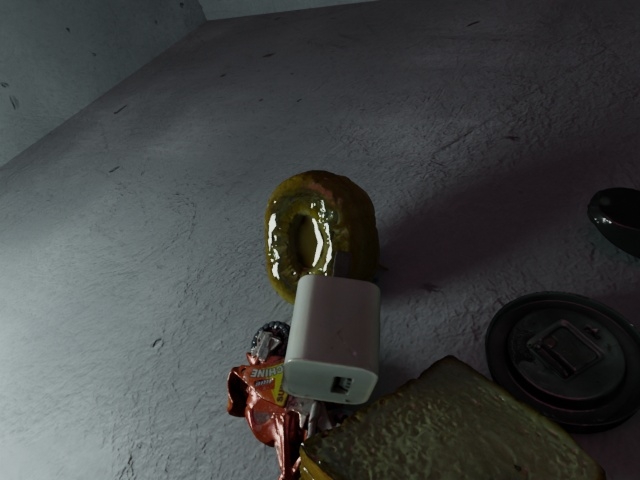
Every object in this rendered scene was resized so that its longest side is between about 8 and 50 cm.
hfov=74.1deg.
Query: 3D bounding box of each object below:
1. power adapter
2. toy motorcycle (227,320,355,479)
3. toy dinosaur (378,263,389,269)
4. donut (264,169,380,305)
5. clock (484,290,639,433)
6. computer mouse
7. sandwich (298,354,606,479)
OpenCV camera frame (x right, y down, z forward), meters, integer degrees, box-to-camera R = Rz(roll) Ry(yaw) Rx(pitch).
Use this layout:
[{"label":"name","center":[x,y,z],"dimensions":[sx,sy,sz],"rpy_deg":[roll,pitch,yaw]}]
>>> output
[{"label":"power adapter","center":[0.021,0.114,0.624],"dimensions":[0.125,0.130,0.205],"rpy_deg":[8,51,1]},{"label":"toy motorcycle","center":[-0.051,0.257,0.663],"dimensions":[0.171,0.089,0.298],"rpy_deg":[-35,45,-13]},{"label":"toy dinosaur","center":[0.053,-0.003,0.871],"dimensions":[0.187,0.106,0.044],"rpy_deg":[26,57,39]},{"label":"donut","center":[0.000,0.000,0.788],"dimensions":[0.208,0.262,0.128],"rpy_deg":[-7,2,24]},{"label":"clock","center":[0.357,0.172,0.625],"dimensions":[0.214,0.042,0.215],"rpy_deg":[-11,43,11]},{"label":"computer mouse","center":[0.563,-0.015,0.710],"dimensions":[0.217,0.074,0.122],"rpy_deg":[25,62,31]},{"label":"sandwich","center":[0.154,0.269,0.482],"dimensions":[0.273,0.095,0.249],"rpy_deg":[-17,30,-33]}]
